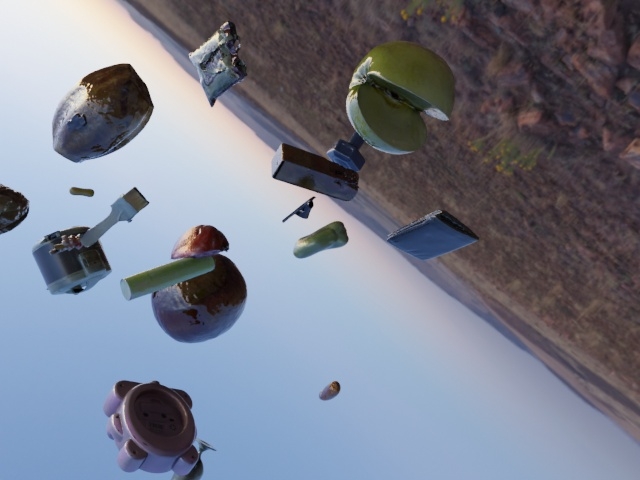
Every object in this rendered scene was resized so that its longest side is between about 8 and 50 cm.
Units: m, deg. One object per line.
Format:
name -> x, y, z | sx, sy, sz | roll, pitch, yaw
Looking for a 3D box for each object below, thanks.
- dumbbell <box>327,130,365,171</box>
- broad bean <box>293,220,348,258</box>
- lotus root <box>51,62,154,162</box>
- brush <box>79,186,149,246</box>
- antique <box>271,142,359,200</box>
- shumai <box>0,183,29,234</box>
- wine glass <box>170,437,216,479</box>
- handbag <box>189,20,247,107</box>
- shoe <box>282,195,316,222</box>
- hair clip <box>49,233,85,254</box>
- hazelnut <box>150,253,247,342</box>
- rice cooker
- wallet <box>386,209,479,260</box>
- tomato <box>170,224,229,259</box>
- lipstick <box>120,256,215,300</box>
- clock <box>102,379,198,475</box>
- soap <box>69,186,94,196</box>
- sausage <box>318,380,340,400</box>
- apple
dumbbell -> 0.168, -0.435, 1.906 | 0.144, 0.325, 0.160 | 25, 166, 43
broad bean -> 0.000, 0.000, 1.760 | 0.169, 0.227, 0.100 | -21, 89, 63
lotus root -> -0.559, -0.308, 1.200 | 0.193, 0.290, 0.193 | 54, -176, -5
brush -> -0.694, -0.067, 1.550 | 0.085, 0.336, 0.020 | 50, -154, -20
antique -> -0.009, -0.225, 1.591 | 0.309, 0.093, 0.088 | 16, -132, -25
shumai -> -1.315, -0.173, 1.854 | 0.313, 0.262, 0.267 | -5, -109, -43
wine glass -> -0.483, 0.849, 1.706 | 0.103, 0.231, 0.103 | 27, 159, 11
handbag -> -0.358, -0.617, 1.654 | 0.127, 0.234, 0.213 | -15, -94, -53
shoe -> -0.064, -0.093, 1.603 | 0.053, 0.159, 0.062 | 56, -152, -3
hair clip -> -0.905, 0.008, 1.719 | 0.062, 0.056, 0.214 | 54, -164, -3
hazelnut -> -0.515, 0.259, 2.042 | 0.420, 0.421, 0.352 | 36, 171, -35
rice cooker -> -1.097, 0.096, 2.088 | 0.277, 0.288, 0.288 | 64, -173, 0
wallet -> 0.325, -0.008, 1.389 | 0.168, 0.052, 0.245 | 28, 151, -20
tomato -> -0.374, 0.003, 1.436 | 0.189, 0.173, 0.100 | -1, -97, -78
lipstick -> -0.476, 0.105, 1.490 | 0.304, 0.076, 0.076 | -20, -127, -43
clock -> -0.540, 0.604, 1.519 | 0.295, 0.113, 0.322 | 25, -165, -36
soap -> -0.929, -0.189, 1.824 | 0.089, 0.034, 0.012 | 5, -175, -18
sausage -> 0.036, 0.590, 1.822 | 0.054, 0.062, 0.183 | 47, 143, 10
apple -> 0.209, -0.382, 1.258 | 0.254, 0.292, 0.292 | 21, -166, -25
